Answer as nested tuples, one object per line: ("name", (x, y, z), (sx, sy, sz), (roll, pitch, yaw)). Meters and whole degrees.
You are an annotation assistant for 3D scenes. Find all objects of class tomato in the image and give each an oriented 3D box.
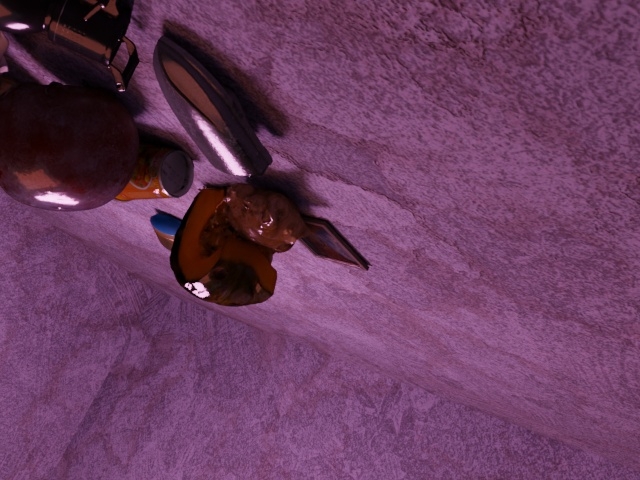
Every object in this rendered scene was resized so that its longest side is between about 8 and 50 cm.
("tomato", (-0.550, -0.206, 1.483), (0.317, 0.282, 0.316), (-1, 178, 0))

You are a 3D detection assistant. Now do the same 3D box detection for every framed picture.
("framed picture", (0.000, 0.000, 1.770), (0.184, 0.016, 0.250), (15, 161, 36))

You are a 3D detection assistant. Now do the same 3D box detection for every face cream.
("face cream", (-0.519, -0.020, 2.419), (0.139, 0.067, 0.285), (25, 165, 0))

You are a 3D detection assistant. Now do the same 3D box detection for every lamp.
("lamp", (-0.384, -0.354, 1.070), (0.227, 0.147, 0.172), (22, 142, -15))

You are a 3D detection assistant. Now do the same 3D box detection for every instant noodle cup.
("instant noodle cup", (-0.409, -0.164, 1.665), (0.185, 0.168, 0.168), (7, 157, 32))

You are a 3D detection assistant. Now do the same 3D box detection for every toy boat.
("toy boat", (-0.197, -0.232, 1.220), (0.141, 0.092, 0.319), (16, 154, 34))

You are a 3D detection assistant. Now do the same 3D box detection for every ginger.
("ginger", (-0.122, -0.063, 1.570), (0.219, 0.123, 0.270), (31, 161, -1))

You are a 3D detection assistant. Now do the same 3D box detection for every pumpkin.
("pumpkin", (-0.241, 0.026, 1.780), (0.225, 0.303, 0.256), (29, 142, -31))

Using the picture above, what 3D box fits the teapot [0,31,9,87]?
("teapot", (-0.710, -0.383, 1.414), (0.208, 0.166, 0.300), (64, 166, -11))

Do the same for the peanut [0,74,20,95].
("peanut", (-0.813, -0.387, 1.660), (0.103, 0.098, 0.229), (15, 163, 43))
